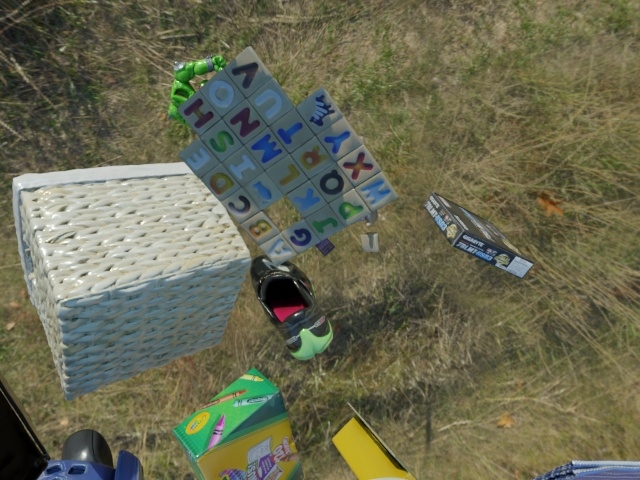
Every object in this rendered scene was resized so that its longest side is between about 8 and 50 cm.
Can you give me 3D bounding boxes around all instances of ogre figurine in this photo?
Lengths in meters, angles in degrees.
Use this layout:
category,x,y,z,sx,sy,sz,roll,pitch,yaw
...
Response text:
category,x,y,z,sx,sy,sz,roll,pitch,yaw
ogre figurine,-0.298,-0.350,1.051,0.118,0.097,0.197,5,146,-25

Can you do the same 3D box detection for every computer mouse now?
category,x,y,z,sx,sy,sz,roll,pitch,yaw
computer mouse,-0.422,0.508,0.889,0.183,0.060,0.262,-15,86,-5

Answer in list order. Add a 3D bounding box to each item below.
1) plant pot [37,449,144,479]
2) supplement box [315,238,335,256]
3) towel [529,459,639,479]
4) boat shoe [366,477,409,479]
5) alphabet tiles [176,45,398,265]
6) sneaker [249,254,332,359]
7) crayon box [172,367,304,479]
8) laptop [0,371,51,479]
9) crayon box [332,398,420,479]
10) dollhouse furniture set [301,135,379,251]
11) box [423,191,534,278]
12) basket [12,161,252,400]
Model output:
category,x,y,z,sx,sy,sz,roll,pitch,yaw
plant pot,-0.402,0.522,0.738,0.211,0.236,0.236,-8,106,-18
supplement box,0.000,0.000,1.299,0.043,0.055,0.083,-42,96,3
towel,0.560,0.534,0.940,0.242,0.040,0.336,3,140,-7
boat shoe,0.022,0.446,0.636,0.302,0.114,0.091,-10,134,-21
alphabet tiles,-0.052,-0.095,0.530,0.198,0.009,0.237,-30,113,24
sneaker,-0.109,0.151,1.353,0.185,0.483,0.202,-31,125,-12
crayon box,-0.133,0.383,0.778,0.165,0.081,0.279,-33,130,-32
laptop,-0.457,0.221,0.532,0.136,0.264,0.235,-11,112,14
crayon box,0.150,0.488,0.879,0.083,0.203,0.323,-41,112,-11
dollhouse furniture set,-0.041,-0.111,1.059,0.302,0.174,0.356,0,114,26
box,0.516,-0.023,1.463,0.293,0.296,0.073,25,113,-18
basket,-0.342,0.064,0.818,0.331,0.267,0.329,-14,145,-37
